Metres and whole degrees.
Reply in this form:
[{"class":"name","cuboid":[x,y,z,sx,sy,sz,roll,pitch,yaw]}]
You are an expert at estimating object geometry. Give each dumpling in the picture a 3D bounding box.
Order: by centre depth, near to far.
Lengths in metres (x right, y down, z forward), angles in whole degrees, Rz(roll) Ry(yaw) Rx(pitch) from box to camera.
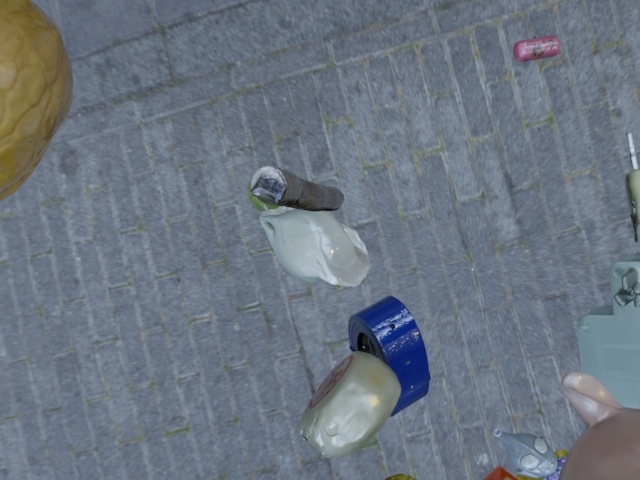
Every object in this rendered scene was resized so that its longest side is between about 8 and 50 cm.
[{"class":"dumpling","cuboid":[0.000,0.000,1.312,0.229,0.151,0.124,44,135,27]}]

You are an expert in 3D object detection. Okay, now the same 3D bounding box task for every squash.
[{"class":"squash","cuboid":[-0.140,-0.122,1.837,0.105,0.132,0.105,0,87,7]}]

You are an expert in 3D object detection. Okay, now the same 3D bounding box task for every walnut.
[{"class":"walnut","cuboid":[-0.283,-0.108,0.598,0.159,0.159,0.206,9,55,11]}]

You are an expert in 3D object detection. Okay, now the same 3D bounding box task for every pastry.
[{"class":"pastry","cuboid":[0.061,0.361,1.686,0.133,0.265,0.264,38,95,-4]}]

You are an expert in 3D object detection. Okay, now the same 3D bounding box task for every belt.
[{"class":"belt","cuboid":[0.167,0.289,1.909,0.117,0.346,0.212,-29,47,-17]}]

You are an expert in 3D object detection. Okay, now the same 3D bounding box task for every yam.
[{"class":"yam","cuboid":[-0.020,-0.059,0.973,0.045,0.327,0.045,-7,89,13]}]

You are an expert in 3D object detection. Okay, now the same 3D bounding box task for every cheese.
[{"class":"cheese","cuboid":[0.675,-0.122,1.627,0.054,0.127,0.251,-9,61,20]}]

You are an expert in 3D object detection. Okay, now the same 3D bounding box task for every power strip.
[{"class":"power strip","cuboid":[0.548,0.158,1.288,0.230,0.141,0.260,-2,99,42]}]

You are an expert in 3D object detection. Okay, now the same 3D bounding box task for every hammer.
[{"class":"hammer","cuboid":[0.388,-0.346,1.375,0.083,0.043,0.043,-9,86,-4]}]

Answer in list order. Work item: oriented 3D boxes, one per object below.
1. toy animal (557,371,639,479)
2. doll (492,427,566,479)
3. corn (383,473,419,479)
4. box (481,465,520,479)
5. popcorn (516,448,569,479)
[{"class":"toy animal","cuboid":[0.315,0.256,0.685,0.213,0.256,0.195,-3,109,24]},{"class":"doll","cuboid":[0.478,0.484,1.683,0.228,0.075,0.102,35,67,25]},{"class":"corn","cuboid":[0.123,0.575,1.555,0.119,0.119,0.321,39,129,10]},{"class":"box","cuboid":[0.188,0.504,0.867,0.257,0.319,0.348,32,105,26]},{"class":"popcorn","cuboid":[0.588,0.664,1.754,0.349,0.382,0.348,14,111,39]}]
